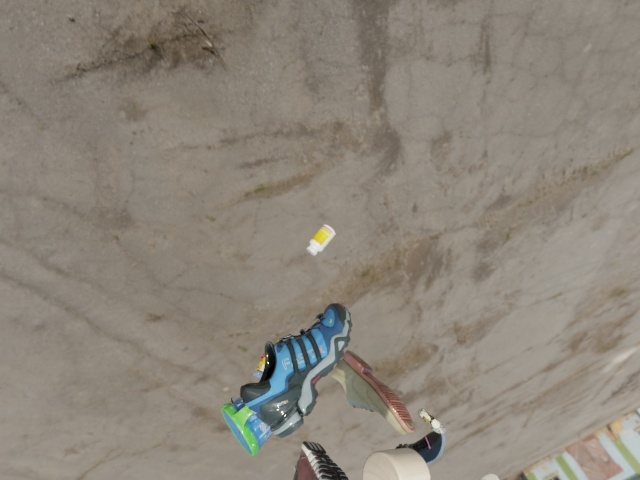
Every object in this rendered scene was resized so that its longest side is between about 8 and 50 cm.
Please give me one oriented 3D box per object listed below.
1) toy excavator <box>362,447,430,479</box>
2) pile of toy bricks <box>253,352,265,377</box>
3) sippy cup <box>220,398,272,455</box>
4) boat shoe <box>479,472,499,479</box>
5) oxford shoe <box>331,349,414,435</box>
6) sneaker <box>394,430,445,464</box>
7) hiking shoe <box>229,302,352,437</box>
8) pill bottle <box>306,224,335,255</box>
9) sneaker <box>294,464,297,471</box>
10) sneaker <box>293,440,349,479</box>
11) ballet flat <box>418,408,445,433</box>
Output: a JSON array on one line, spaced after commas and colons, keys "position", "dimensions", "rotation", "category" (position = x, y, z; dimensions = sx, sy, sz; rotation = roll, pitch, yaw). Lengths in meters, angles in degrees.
[{"position": [0.141, 0.703, 0.820], "dimensions": [0.222, 0.433, 0.446], "rotation": [10, 125, -29], "category": "toy excavator"}, {"position": [-0.164, 0.509, 1.691], "dimensions": [0.212, 0.105, 0.118], "rotation": [31, 134, -23], "category": "pile of toy bricks"}, {"position": [-0.262, 0.732, 1.788], "dimensions": [0.224, 0.240, 0.305], "rotation": [-31, -173, -30], "category": "sippy cup"}, {"position": [0.504, 0.811, 1.300], "dimensions": [0.184, 0.066, 0.063], "rotation": [-53, 123, -34], "category": "boat shoe"}, {"position": [0.193, 0.600, 1.619], "dimensions": [0.147, 0.397, 0.140], "rotation": [-51, 134, 2], "category": "oxford shoe"}, {"position": [0.439, 0.947, 1.920], "dimensions": [0.146, 0.105, 0.296], "rotation": [15, 124, -21], "category": "sneaker"}, {"position": [-0.038, 0.219, 0.835], "dimensions": [0.132, 0.304, 0.113], "rotation": [40, 136, -5], "category": "hiking shoe"}, {"position": [0.000, 0.000, 1.137], "dimensions": [0.083, 0.043, 0.043], "rotation": [-49, 145, -16], "category": "pill bottle"}, {"position": [-0.033, 0.852, 1.596], "dimensions": [0.082, 0.071, 0.191], "rotation": [-39, 149, 3], "category": "sneaker"}, {"position": [-0.007, 0.779, 1.339], "dimensions": [0.106, 0.281, 0.163], "rotation": [24, 88, -22], "category": "sneaker"}, {"position": [0.398, 0.649, 1.531], "dimensions": [0.041, 0.114, 0.041], "rotation": [-25, 131, -32], "category": "ballet flat"}]
